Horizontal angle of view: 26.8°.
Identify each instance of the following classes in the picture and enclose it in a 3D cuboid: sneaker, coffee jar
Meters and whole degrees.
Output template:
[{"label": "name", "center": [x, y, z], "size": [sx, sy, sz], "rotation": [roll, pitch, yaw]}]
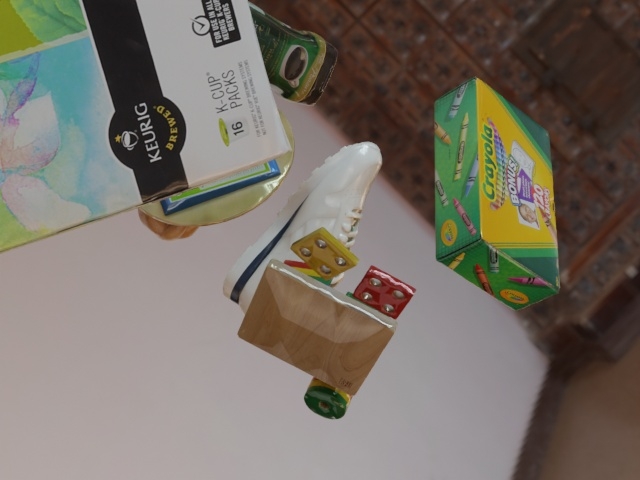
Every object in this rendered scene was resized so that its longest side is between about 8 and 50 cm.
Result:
[{"label": "sneaker", "center": [0.000, 0.000, 1.439], "size": [0.235, 0.095, 0.090], "rotation": [-53, -23, 12]}, {"label": "coffee jar", "center": [-0.065, -0.239, 1.709], "size": [0.079, 0.184, 0.096], "rotation": [31, 98, 48]}]

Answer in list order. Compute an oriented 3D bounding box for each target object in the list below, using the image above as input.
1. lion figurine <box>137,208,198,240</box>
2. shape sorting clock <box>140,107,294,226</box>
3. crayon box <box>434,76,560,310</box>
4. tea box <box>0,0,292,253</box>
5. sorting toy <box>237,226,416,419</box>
[{"label": "lion figurine", "center": [-0.204, -0.095, 1.817], "size": [0.392, 0.142, 0.240], "rotation": [-98, 32, -65]}, {"label": "shape sorting clock", "center": [-0.132, -0.098, 1.569], "size": [0.206, 0.206, 0.040], "rotation": [-49, -28, -28]}, {"label": "crayon box", "center": [0.237, -0.064, 1.825], "size": [0.081, 0.165, 0.278], "rotation": [-29, 44, 37]}, {"label": "tea box", "center": [-0.235, -0.180, 0.948], "size": [0.323, 0.329, 0.220], "rotation": [-20, 20, -14]}, {"label": "sorting toy", "center": [0.003, 0.068, 1.278], "size": [0.046, 0.132, 0.274], "rotation": [-62, -2, -37]}]
